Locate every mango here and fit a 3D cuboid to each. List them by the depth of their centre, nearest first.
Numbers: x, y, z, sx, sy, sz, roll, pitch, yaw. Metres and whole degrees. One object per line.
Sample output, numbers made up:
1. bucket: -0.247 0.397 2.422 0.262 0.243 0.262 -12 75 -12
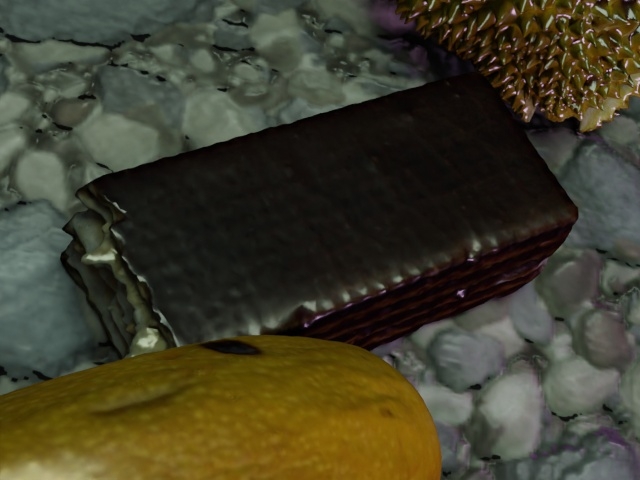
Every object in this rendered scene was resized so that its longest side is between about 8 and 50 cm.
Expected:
1. mango: -0.071 0.110 0.454 0.295 0.177 0.120 -13 69 -48

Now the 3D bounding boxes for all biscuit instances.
1. biscuit: 0.000 0.000 0.633 0.252 0.070 0.106 -19 66 -29

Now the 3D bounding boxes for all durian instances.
1. durian: 0.117 -0.190 0.755 0.237 0.138 0.193 35 54 6
